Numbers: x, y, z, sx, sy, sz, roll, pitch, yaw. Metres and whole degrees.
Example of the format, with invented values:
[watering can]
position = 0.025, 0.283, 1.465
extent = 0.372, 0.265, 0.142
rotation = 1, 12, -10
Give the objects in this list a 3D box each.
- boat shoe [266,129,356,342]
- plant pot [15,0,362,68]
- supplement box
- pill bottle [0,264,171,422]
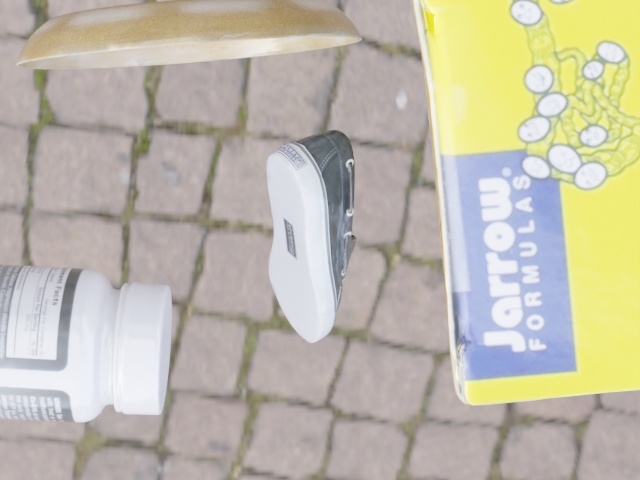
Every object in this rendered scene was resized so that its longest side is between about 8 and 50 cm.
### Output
[boat shoe]
position = 0.000, 0.000, 0.894
extent = 0.040, 0.049, 0.142
rotation = -29, 143, -23
[plant pot]
position = -0.090, -0.142, 1.145
extent = 0.236, 0.236, 0.032
rotation = -4, 94, -1
[supplement box]
position = 0.150, -0.077, 0.814
extent = 0.195, 0.356, 0.194
rotation = -6, 105, 6
[pill bottle]
position = -0.301, 0.106, 1.730
extent = 0.283, 0.161, 0.161
rotation = 3, 122, 0
